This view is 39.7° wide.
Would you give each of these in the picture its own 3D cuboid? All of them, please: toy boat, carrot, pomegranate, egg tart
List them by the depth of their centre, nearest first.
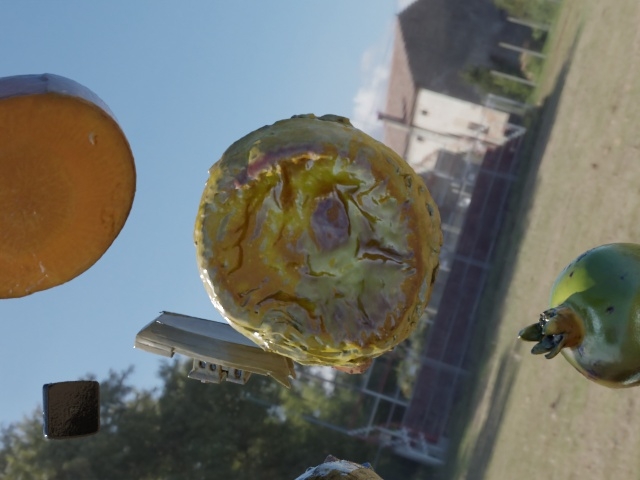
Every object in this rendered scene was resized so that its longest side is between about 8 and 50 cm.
[{"bbox_3d":[0.000,0.000,1.018,0.116,0.294,0.295,-45,-29,-74],"label":"egg tart"},{"bbox_3d":[-0.131,0.144,1.111,0.064,0.206,0.072,-56,-21,-71],"label":"toy boat"},{"bbox_3d":[-0.381,-0.065,1.132,0.307,0.258,0.100,-47,20,6],"label":"carrot"},{"bbox_3d":[0.388,0.105,1.177,0.246,0.198,0.198,-12,-57,-51],"label":"pomegranate"}]

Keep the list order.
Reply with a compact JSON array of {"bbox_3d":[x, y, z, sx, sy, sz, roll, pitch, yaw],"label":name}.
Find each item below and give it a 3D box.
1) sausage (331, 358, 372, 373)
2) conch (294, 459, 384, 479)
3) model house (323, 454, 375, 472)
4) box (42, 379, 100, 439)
[{"bbox_3d":[-0.038,0.098,1.775,0.094,0.419,0.094,-42,-24,11],"label":"sausage"},{"bbox_3d":[0.022,0.319,0.867,0.291,0.159,0.210,-33,33,60],"label":"conch"},{"bbox_3d":[0.066,0.450,1.601,0.148,0.119,0.149,40,-151,-73],"label":"model house"},{"bbox_3d":[-0.540,0.367,1.926,0.027,0.126,0.125,-11,79,52],"label":"box"}]
